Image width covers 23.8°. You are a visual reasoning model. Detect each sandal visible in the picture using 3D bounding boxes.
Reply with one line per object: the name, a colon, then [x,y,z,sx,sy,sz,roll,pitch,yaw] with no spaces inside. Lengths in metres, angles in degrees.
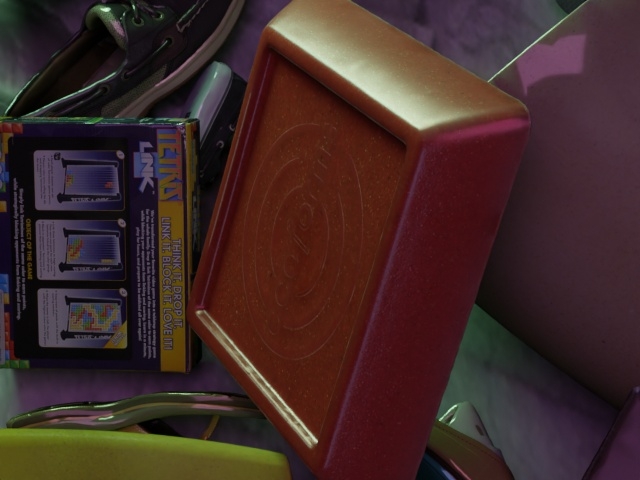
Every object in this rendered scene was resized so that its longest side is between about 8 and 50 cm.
sandal: [-0.119,0.127,1.013,0.180,0.072,0.049,-7,86,5]

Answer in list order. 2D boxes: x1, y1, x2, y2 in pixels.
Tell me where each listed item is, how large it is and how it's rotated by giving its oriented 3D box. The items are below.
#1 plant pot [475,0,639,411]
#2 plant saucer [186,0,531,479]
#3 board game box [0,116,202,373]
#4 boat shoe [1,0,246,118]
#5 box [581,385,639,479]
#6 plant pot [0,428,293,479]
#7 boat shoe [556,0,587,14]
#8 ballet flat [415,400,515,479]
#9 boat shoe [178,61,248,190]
plant pot: [0.211,0.000,0.947,0.256,0.256,0.274,-39,87,-7]
plant saucer: [0.000,0.000,0.896,0.047,0.259,0.258,6,110,-30]
board game box: [-0.153,0.002,1.033,0.141,0.048,0.170,1,98,5]
boat shoe: [-0.138,-0.141,1.093,0.080,0.073,0.223,33,78,39]
box: [0.141,0.291,0.862,0.143,0.191,0.381,27,77,14]
plant pot: [-0.102,0.224,0.911,0.187,0.212,0.212,-8,70,-9]
boat shoe: [0.313,-0.178,1.050,0.302,0.109,0.094,17,72,15]
ballet flat: [0.060,0.117,0.991,0.232,0.080,0.073,35,67,16]
boat shoe: [-0.089,-0.059,1.083,0.040,0.049,0.142,30,79,-24]
